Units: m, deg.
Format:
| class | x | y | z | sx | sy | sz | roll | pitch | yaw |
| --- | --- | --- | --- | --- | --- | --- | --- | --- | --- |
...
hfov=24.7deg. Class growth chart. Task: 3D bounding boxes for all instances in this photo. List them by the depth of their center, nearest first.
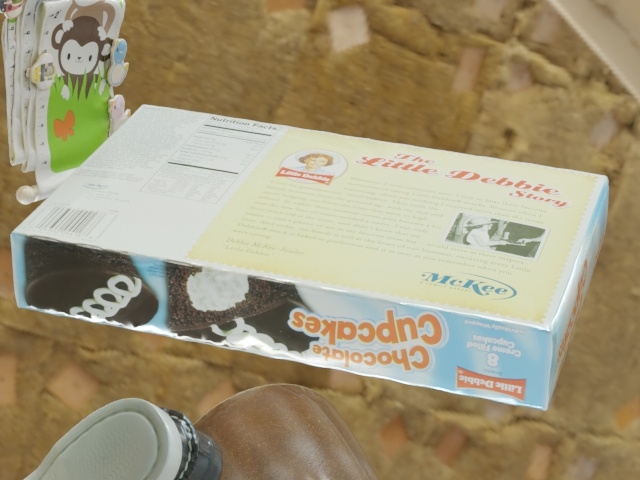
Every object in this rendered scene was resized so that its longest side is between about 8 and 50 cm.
| class | x | y | z | sx | sy | sz | roll | pitch | yaw |
| --- | --- | --- | --- | --- | --- | --- | --- | --- | --- |
| growth chart | -0.217 | -0.147 | 1.260 | 0.172 | 0.021 | 0.237 | -37 | -46 | -49 |

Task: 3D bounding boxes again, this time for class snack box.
| class | x | y | z | sx | sy | sz | roll | pitch | yaw |
| --- | --- | --- | --- | --- | --- | --- | --- | --- | --- |
| snack box | 0.000 | 0.000 | 0.891 | 0.187 | 0.322 | 0.060 | -56 | -29 | -54 |

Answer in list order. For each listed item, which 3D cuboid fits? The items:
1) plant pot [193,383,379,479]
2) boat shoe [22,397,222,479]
| class | x | y | z | sx | sy | sz | roll | pitch | yaw |
| --- | --- | --- | --- | --- | --- | --- | --- | --- | --- |
| plant pot | -0.011 | 0.283 | 1.392 | 0.215 | 0.230 | 0.215 | -13 | -61 | -26 |
| boat shoe | -0.205 | 0.225 | 1.071 | 0.303 | 0.114 | 0.091 | -30 | -32 | 17 |
